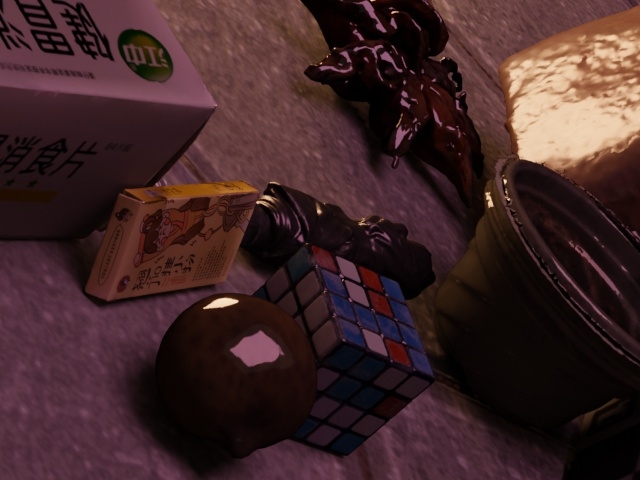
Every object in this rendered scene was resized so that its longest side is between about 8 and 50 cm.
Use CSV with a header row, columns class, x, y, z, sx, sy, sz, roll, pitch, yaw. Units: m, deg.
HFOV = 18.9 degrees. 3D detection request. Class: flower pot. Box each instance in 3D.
class,x,y,z,sx,sy,sz,roll,pitch,yaw
flower pot,0.181,0.057,1.537,0.235,0.140,0.235,38,26,-22

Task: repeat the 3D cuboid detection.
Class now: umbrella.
class,x,y,z,sx,sy,sz,roll,pitch,yaw
umbrella,0.000,0.000,1.436,0.235,0.059,0.066,14,23,-51

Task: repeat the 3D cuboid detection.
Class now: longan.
class,x,y,z,sx,sy,sz,roll,pitch,yaw
longan,-0.052,0.085,1.190,0.113,0.092,0.113,35,36,-32

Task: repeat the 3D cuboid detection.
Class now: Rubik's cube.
class,x,y,z,sx,sy,sz,roll,pitch,yaw
Rubik's cube,0.005,0.074,1.292,0.092,0.092,0.092,25,33,-39

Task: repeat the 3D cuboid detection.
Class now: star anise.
class,x,y,z,sx,sy,sz,roll,pitch,yaw
star anise,0.085,-0.156,1.743,0.272,0.102,0.272,39,27,-24

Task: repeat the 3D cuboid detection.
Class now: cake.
class,x,y,z,sx,sy,sz,roll,pitch,yaw
cake,0.313,-0.064,1.769,0.309,0.230,0.237,-95,159,-55

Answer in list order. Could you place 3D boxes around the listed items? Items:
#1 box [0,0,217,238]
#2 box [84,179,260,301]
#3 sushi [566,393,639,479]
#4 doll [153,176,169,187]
class,x,y,z,sx,sy,sz,roll,pitch,yaw
box,-0.230,-0.107,1.134,0.333,0.145,0.173,1,53,-57
box,-0.096,-0.001,1.270,0.020,0.073,0.149,30,19,25
sushi,0.333,0.164,1.454,0.100,0.296,0.373,55,25,-11
doll,-0.140,-0.080,1.342,0.113,0.071,0.135,57,27,-24
